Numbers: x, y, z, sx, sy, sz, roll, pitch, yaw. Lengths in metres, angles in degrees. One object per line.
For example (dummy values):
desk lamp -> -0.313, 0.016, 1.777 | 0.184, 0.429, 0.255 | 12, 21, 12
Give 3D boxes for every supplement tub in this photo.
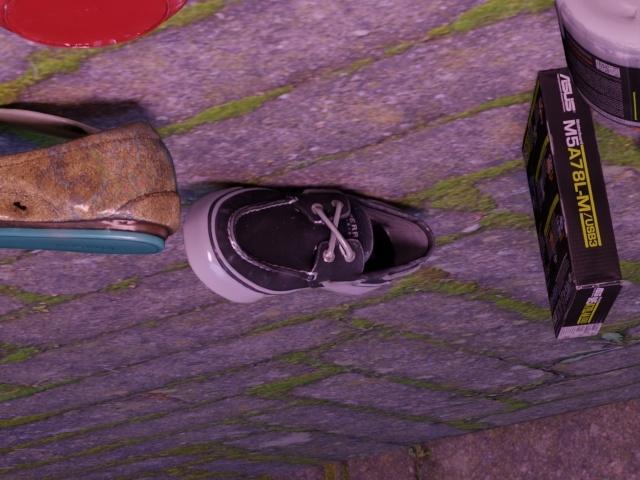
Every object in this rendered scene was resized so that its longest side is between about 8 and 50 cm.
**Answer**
supplement tub -> 0.215, -0.144, 1.001 | 0.117, 0.117, 0.190 | -10, 163, 10

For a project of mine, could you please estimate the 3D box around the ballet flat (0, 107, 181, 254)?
ballet flat -> -0.280, -0.042, 1.136 | 0.349, 0.123, 0.123 | -2, 163, -7

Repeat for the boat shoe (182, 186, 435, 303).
boat shoe -> 0.000, 0.000, 1.418 | 0.102, 0.108, 0.301 | -19, 163, 35

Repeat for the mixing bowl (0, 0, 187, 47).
mixing bowl -> -0.128, -0.164, 0.811 | 0.181, 0.098, 0.181 | -7, 163, -2

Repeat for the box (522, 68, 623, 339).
box -> 0.208, -0.026, 1.283 | 0.045, 0.184, 0.190 | -6, 163, 2
